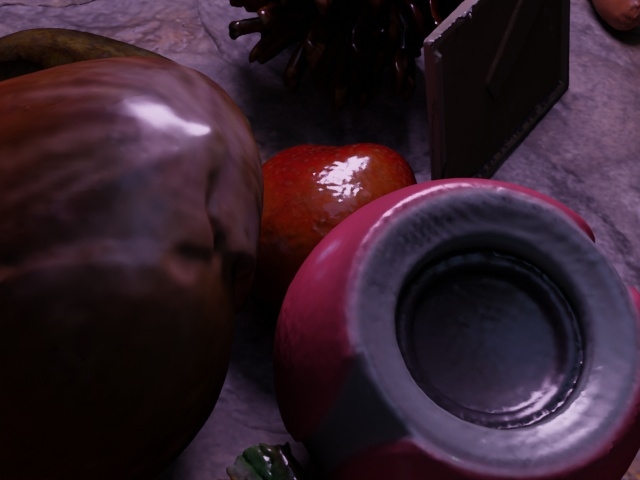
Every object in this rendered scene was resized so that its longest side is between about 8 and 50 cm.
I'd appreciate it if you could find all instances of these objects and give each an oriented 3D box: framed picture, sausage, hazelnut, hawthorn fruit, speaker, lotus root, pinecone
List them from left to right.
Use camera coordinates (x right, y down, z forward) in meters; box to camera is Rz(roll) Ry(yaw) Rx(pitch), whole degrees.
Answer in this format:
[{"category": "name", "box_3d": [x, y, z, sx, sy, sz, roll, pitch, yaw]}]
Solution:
[{"category": "hazelnut", "box_3d": [-0.193, 0.027, 1.271, 0.315, 0.372, 0.372, 26, 37, -32]}, {"category": "lotus root", "box_3d": [-0.190, -0.104, 1.508, 0.275, 0.160, 0.152, 20, 35, 10]}, {"category": "hawthorn fruit", "box_3d": [0.000, 0.000, 1.454, 0.188, 0.169, 0.169, -21, 54, -32]}, {"category": "pinecone", "box_3d": [0.036, -0.241, 1.648, 0.264, 0.264, 0.264, 6, 45, -6]}, {"category": "speaker", "box_3d": [0.114, 0.103, 1.300, 0.294, 0.294, 0.294, 6, 45, -6]}, {"category": "framed picture", "box_3d": [0.177, -0.169, 1.624, 0.019, 0.209, 0.281, 17, 41, 28]}, {"category": "sausage", "box_3d": [0.327, -0.349, 1.921, 0.078, 0.078, 0.304, 8, 47, -4]}]

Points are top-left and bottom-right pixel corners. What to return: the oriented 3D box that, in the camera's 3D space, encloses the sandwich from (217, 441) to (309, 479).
[{"category": "sandwich", "box_3d": [-0.057, 0.257, 1.236, 0.160, 0.109, 0.185, -19, 52, -2]}]
